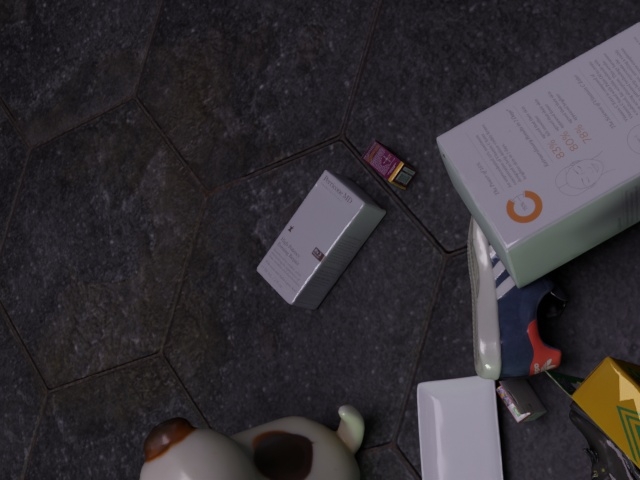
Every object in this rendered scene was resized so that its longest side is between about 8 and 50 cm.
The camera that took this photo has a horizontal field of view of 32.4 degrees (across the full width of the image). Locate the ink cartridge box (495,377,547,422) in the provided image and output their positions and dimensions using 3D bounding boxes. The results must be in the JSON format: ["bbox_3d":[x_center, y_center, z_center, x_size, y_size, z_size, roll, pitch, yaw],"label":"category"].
[{"bbox_3d":[0.303,0.246,1.693,0.029,0.115,0.063,-41,67,22],"label":"ink cartridge box"}]

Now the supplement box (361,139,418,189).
[{"bbox_3d":[0.122,-0.134,1.947,0.083,0.055,0.043,42,103,33],"label":"supplement box"}]

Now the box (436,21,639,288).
[{"bbox_3d":[0.380,-0.122,1.626,0.345,0.168,0.215,-29,62,3],"label":"box"}]

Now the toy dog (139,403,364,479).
[{"bbox_3d":[-0.125,0.421,1.777,0.395,0.408,0.284,-39,61,22],"label":"toy dog"}]

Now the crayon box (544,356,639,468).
[{"bbox_3d":[0.478,0.271,1.512,0.083,0.203,0.323,-52,56,14],"label":"crayon box"}]

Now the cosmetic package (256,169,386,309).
[{"bbox_3d":[0.000,0.000,1.985,0.117,0.085,0.231,42,106,33],"label":"cosmetic package"}]

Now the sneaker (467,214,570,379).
[{"bbox_3d":[0.313,0.055,1.744,0.148,0.131,0.350,-1,64,3],"label":"sneaker"}]

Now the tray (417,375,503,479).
[{"bbox_3d":[0.232,0.358,1.775,0.145,0.030,0.270,-12,73,33],"label":"tray"}]

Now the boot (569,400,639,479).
[{"bbox_3d":[0.393,0.394,1.616,0.229,0.091,0.263,-48,59,16],"label":"boot"}]
